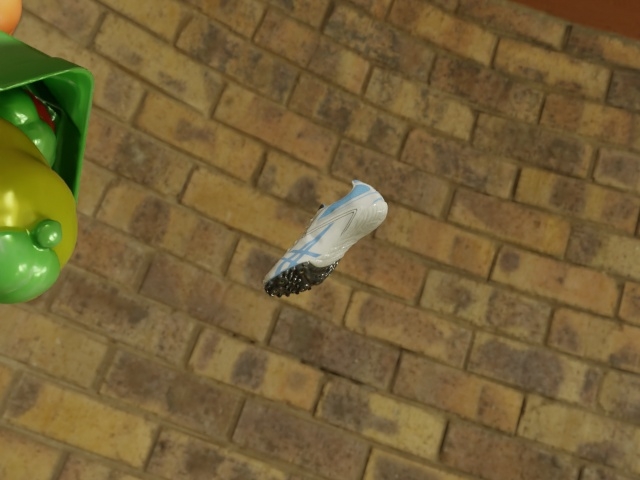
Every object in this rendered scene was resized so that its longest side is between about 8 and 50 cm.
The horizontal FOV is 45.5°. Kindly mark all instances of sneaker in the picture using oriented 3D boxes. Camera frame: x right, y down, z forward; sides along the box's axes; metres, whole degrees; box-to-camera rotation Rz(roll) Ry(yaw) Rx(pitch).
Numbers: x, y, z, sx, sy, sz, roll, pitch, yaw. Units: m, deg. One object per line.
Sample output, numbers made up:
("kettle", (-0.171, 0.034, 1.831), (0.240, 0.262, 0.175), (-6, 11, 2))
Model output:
("sneaker", (0.000, 0.000, 1.213), (0.086, 0.237, 0.085), (48, -3, 34))

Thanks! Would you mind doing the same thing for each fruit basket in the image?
("fruit basket", (-0.358, -0.031, 0.700), (0.392, 0.392, 0.283), (21, -47, -5))

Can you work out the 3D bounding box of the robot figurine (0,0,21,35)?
("robot figurine", (-0.493, -0.303, 1.047), (0.219, 0.158, 0.128), (-34, -92, 38))
